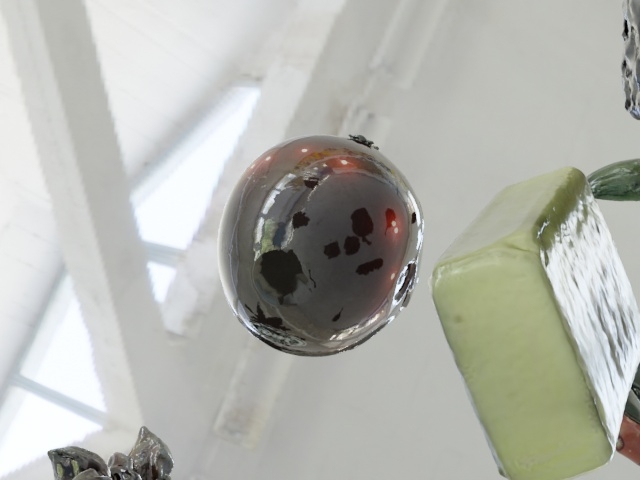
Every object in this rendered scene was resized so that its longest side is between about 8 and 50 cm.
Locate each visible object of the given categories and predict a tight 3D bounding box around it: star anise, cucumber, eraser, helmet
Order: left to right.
[{"bbox_3d":[-0.174,0.292,1.268,0.129,0.212,0.283,-44,-47,-3],"label":"star anise"},{"bbox_3d":[0.000,0.000,1.185,0.193,0.189,0.216,78,-145,-65],"label":"helmet"},{"bbox_3d":[0.116,0.037,0.634,0.117,0.058,0.172,68,-157,-7],"label":"eraser"},{"bbox_3d":[0.338,-0.069,1.379,0.107,0.067,0.035,-7,-60,-10],"label":"cucumber"}]

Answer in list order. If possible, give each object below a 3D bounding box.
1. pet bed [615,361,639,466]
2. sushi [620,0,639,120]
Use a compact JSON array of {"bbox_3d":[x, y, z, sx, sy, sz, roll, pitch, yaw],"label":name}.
[{"bbox_3d":[0.274,0.124,0.988,0.201,0.201,0.053,1,-60,-39],"label":"pet bed"},{"bbox_3d":[0.358,-0.139,0.801,0.211,0.350,0.171,-23,-71,-44],"label":"sushi"}]
